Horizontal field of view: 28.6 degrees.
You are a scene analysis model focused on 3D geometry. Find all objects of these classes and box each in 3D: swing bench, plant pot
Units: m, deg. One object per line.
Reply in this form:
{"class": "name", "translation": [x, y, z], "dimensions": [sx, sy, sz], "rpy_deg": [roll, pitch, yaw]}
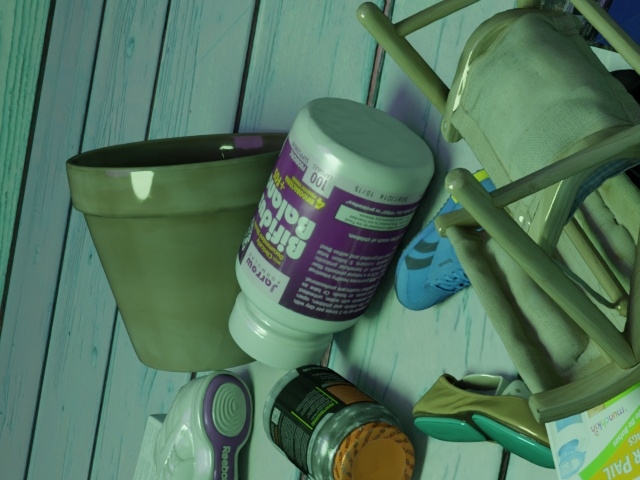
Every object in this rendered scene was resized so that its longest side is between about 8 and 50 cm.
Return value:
{"class": "swing bench", "translation": [0.165, -0.051, 0.939], "dimensions": [0.253, 0.165, 0.255], "rpy_deg": [-112, -3, -50]}
{"class": "plant pot", "translation": [-0.161, 0.014, 1.666], "dimensions": [0.323, 0.323, 0.280], "rpy_deg": [20, 117, 62]}

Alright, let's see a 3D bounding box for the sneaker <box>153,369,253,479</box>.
{"class": "sneaker", "translation": [-0.174, 0.336, 1.752], "dimensions": [0.152, 0.114, 0.305], "rpy_deg": [-13, 61, 52]}

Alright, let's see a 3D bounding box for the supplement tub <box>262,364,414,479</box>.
{"class": "supplement tub", "translation": [0.021, 0.221, 1.417], "dimensions": [0.190, 0.117, 0.117], "rpy_deg": [28, 107, 61]}

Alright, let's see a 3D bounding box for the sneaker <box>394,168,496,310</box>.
{"class": "sneaker", "translation": [0.142, 0.020, 1.298], "dimensions": [0.209, 0.069, 0.082], "rpy_deg": [-55, 41, 40]}

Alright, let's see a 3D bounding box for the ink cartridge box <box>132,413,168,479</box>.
{"class": "ink cartridge box", "translation": [-0.195, 0.390, 1.869], "dimensions": [0.232, 0.066, 0.189], "rpy_deg": [26, 106, 39]}

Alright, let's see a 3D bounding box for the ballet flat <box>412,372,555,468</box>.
{"class": "ballet flat", "translation": [0.169, 0.162, 1.207], "dimensions": [0.073, 0.080, 0.232], "rpy_deg": [-56, 26, -17]}

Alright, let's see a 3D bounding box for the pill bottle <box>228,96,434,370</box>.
{"class": "pill bottle", "translation": [0.000, 0.000, 1.463], "dimensions": [0.301, 0.169, 0.169], "rpy_deg": [-66, 32, 27]}

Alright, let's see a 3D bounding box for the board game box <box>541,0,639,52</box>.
{"class": "board game box", "translation": [0.258, -0.313, 1.094], "dimensions": [0.291, 0.141, 0.232], "rpy_deg": [54, 129, 53]}

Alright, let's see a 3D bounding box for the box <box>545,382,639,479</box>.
{"class": "box", "translation": [0.279, 0.136, 0.970], "dimensions": [0.203, 0.103, 0.114], "rpy_deg": [-48, 42, 46]}

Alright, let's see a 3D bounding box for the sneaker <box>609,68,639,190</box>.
{"class": "sneaker", "translation": [0.246, -0.018, 1.081], "dimensions": [0.130, 0.109, 0.286], "rpy_deg": [-22, 64, 54]}
